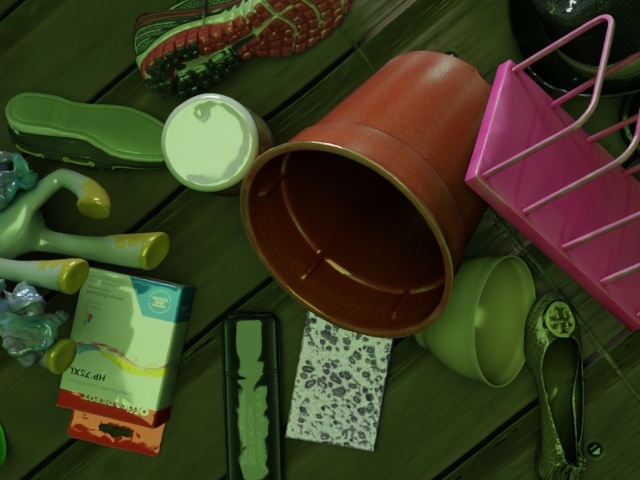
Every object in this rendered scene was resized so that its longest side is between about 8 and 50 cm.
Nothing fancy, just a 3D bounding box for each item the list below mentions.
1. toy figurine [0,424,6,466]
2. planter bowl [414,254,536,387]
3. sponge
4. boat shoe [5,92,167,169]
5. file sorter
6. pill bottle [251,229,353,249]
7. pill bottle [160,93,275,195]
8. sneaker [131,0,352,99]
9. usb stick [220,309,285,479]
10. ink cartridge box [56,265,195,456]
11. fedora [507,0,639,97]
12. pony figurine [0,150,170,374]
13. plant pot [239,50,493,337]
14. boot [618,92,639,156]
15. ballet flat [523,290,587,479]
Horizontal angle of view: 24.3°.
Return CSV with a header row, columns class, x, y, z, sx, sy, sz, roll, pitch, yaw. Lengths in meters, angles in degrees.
class,x,y,z,sx,sy,sz,roll,pitch,yaw
toy figurine,-0.518,0.257,1.941,0.159,0.130,0.173,-30,64,15
planter bowl,0.181,0.094,1.831,0.109,0.162,0.162,5,90,34
sponge,0.030,0.159,1.900,0.117,0.031,0.210,10,90,7
boat shoe,-0.294,-0.131,1.930,0.227,0.069,0.081,14,51,3
file sorter,0.345,-0.081,1.691,0.290,0.202,0.182,40,137,-22
pill bottle,0.000,0.000,1.878,0.160,0.087,0.087,21,92,8
pill bottle,-0.119,-0.113,1.833,0.117,0.208,0.117,0,90,7
sneaker,-0.099,-0.293,1.885,0.299,0.121,0.112,-21,56,-1
usb stick,-0.086,0.228,1.909,0.077,0.045,0.278,-2,89,0
ink cartridge box,-0.254,0.158,1.914,0.134,0.078,0.231,12,91,8
fedora,0.332,-0.341,1.751,0.334,0.152,0.334,-10,71,30
pony figurine,-0.423,0.028,1.820,0.363,0.303,0.351,20,57,30
plant pot,0.088,-0.073,1.749,0.272,0.272,0.265,34,49,7
boot,0.519,-0.200,1.725,0.348,0.260,0.131,-23,87,6
ballet flat,0.298,0.188,1.838,0.084,0.058,0.250,-2,92,-26
